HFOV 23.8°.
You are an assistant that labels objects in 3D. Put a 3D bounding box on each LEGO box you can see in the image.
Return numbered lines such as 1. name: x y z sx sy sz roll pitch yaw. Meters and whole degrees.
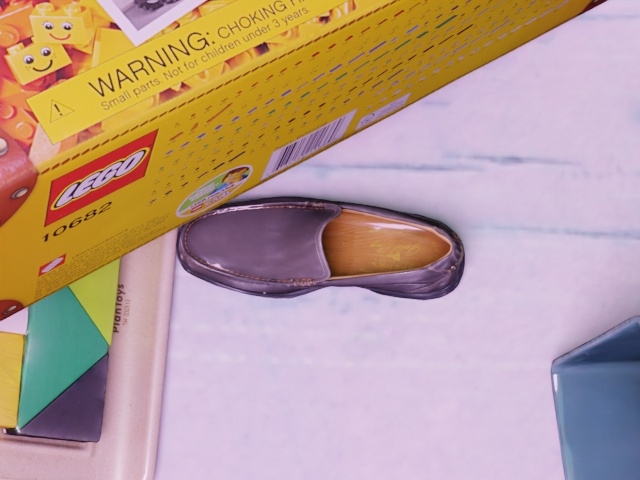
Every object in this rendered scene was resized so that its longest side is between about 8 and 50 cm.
1. LEGO box: -0.079 -0.230 0.792 0.500 0.193 0.372 -30 79 -22

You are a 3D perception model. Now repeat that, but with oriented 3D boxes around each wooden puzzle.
1. wooden puzzle: -0.191 0.026 0.833 0.238 0.044 0.221 11 77 -29

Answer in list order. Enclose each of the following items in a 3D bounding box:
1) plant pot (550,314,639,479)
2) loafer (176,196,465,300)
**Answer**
1. plant pot: 0.264 0.122 0.801 0.234 0.165 0.166 -5 78 -8
2. loafer: 0.000 0.000 0.875 0.170 0.061 0.062 0 78 1
